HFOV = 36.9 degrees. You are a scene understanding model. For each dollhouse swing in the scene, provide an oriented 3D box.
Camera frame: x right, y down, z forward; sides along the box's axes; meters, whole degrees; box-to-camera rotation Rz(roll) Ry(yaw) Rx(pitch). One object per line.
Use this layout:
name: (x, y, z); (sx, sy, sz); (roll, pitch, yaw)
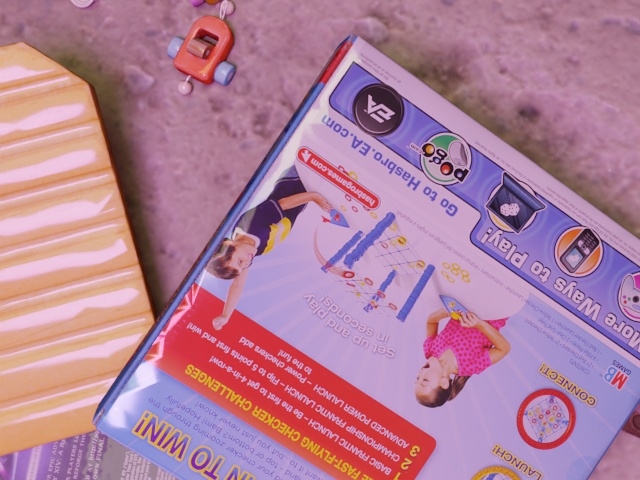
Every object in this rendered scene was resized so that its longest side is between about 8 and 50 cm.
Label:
dollhouse swing: (-0.308, 0.041, 0.612); (0.304, 0.315, 0.347); (-12, 96, 11)

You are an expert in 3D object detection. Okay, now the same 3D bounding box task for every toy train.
toy train: (-0.129, -0.205, 0.790); (0.166, 0.046, 0.125); (33, 88, 9)

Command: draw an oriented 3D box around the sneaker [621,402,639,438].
sneaker: (0.303, 0.125, 0.688); (0.188, 0.071, 0.066); (8, 84, 7)

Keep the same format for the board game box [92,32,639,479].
board game box: (0.057, 0.073, 0.669); (0.308, 0.086, 0.302); (34, 89, -9)

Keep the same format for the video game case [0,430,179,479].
video game case: (-0.225, 0.151, 0.771); (0.274, 0.026, 0.196); (10, 84, 9)
